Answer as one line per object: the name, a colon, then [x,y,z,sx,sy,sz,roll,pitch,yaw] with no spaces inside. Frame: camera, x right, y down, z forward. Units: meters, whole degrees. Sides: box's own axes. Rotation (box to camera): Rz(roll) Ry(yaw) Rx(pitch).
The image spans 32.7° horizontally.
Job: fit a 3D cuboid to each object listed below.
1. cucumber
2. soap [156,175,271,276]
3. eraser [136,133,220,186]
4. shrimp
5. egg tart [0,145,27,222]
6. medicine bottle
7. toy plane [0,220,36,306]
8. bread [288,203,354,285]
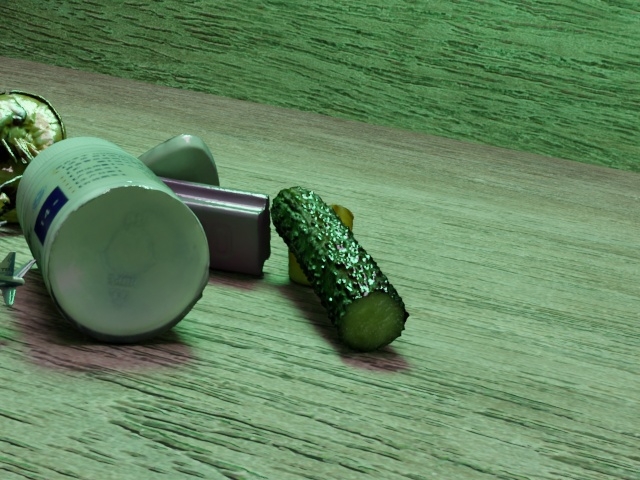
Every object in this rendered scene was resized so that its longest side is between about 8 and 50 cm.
cucumber: [0.012,0.018,1.455,0.096,0.096,0.359,3,26,-20]
soap: [-0.176,-0.022,1.593,0.203,0.122,0.065,9,39,10]
eraser: [-0.232,-0.074,1.667,0.204,0.243,0.059,1,60,-24]
shrimp: [-0.500,-0.114,1.662,0.178,0.075,0.289,36,49,6]
egg tart: [-0.502,-0.106,1.793,0.297,0.132,0.297,10,8,-2]
medicine bottle: [-0.271,-0.014,1.369,0.190,0.190,0.332,2,14,-22]
toy plane: [-0.434,0.047,1.236,0.226,0.058,0.226,-7,37,15]
bread: [0.000,0.000,1.682,0.102,0.094,0.245,4,15,3]
